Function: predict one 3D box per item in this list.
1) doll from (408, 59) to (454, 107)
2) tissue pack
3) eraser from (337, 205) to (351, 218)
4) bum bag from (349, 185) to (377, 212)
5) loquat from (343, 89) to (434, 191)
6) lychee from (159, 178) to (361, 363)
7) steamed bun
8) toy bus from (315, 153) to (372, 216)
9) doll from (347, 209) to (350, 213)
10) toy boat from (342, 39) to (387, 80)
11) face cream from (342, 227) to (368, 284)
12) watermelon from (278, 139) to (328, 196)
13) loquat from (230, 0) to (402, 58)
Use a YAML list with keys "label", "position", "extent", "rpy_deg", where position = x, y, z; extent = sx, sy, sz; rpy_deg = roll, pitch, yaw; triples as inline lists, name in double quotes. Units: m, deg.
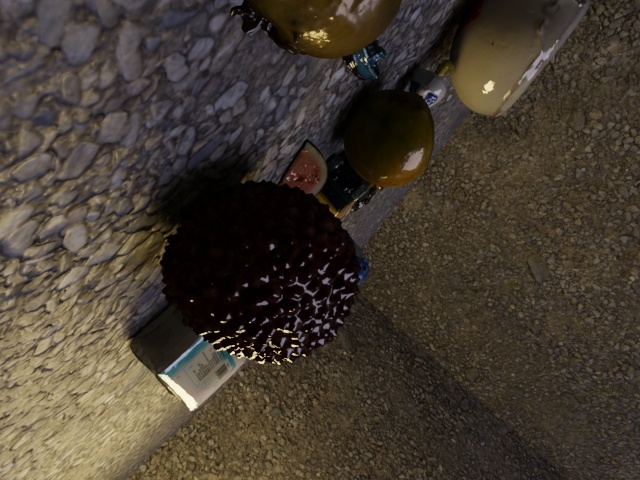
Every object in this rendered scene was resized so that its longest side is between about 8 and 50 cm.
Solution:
- label: "doll"
  position: [0.226, -0.331, 1.220]
  extent: [0.293, 0.119, 0.138]
  rpy_deg: [-48, 180, 2]
- label: "tissue pack"
  position: [-0.280, 0.246, 1.078]
  extent: [0.201, 0.124, 0.271]
  rpy_deg: [-41, 152, -23]
- label: "eraser"
  position: [0.010, -0.065, 1.423]
  extent: [0.171, 0.087, 0.290]
  rpy_deg: [-43, 173, -39]
- label: "bum bag"
  position: [0.166, -0.181, 1.743]
  extent: [0.248, 0.069, 0.102]
  rpy_deg: [-51, 169, -51]
- label: "loquat"
  position: [0.151, -0.209, 1.078]
  extent: [0.213, 0.213, 0.246]
  rpy_deg: [-41, 153, -39]
- label: "lychee"
  position: [-0.086, 0.045, 0.767]
  extent: [0.306, 0.306, 0.330]
  rpy_deg: [-48, 168, -3]
- label: "steamed bun"
  position: [0.475, -0.513, 1.228]
  extent: [0.374, 0.241, 0.374]
  rpy_deg: [-52, 171, -11]
- label: "toy bus"
  position: [0.089, -0.171, 1.261]
  extent: [0.335, 0.121, 0.123]
  rpy_deg: [-41, 177, -40]
- label: "doll"
  position: [0.045, -0.074, 1.654]
  extent: [0.161, 0.059, 0.160]
  rpy_deg: [-43, 170, -35]
- label: "toy boat"
  position: [0.076, -0.305, 0.798]
  extent: [0.061, 0.060, 0.137]
  rpy_deg: [-31, 171, 20]
- label: "face cream"
  position: [0.000, 0.000, 1.079]
  extent: [0.149, 0.264, 0.083]
  rpy_deg: [-39, 166, -46]
- label: "watermelon"
  position: [-0.036, -0.144, 1.023]
  extent: [0.163, 0.087, 0.069]
  rpy_deg: [-51, -152, 32]
- label: "loquat"
  position: [0.009, -0.255, 0.413]
  extent: [0.204, 0.149, 0.172]
  rpy_deg: [-60, 166, 5]
